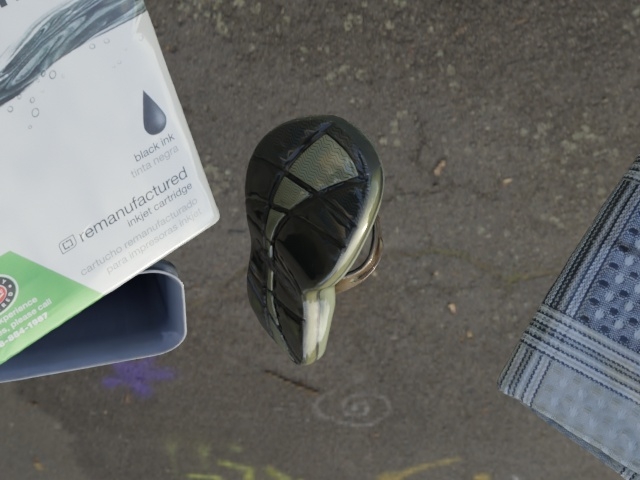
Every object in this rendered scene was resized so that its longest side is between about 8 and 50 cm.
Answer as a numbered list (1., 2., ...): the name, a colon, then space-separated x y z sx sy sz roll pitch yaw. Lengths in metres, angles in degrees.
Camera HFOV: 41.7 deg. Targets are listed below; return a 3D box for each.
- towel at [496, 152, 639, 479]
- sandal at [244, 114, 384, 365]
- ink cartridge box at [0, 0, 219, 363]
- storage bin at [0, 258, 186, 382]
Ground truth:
1. towel: 0.349 0.077 0.658 0.312 0.324 0.056 -57 157 -1
2. sandal: -0.001 0.000 0.691 0.086 0.120 0.302 -26 157 -22
3. ink cartridge box: -0.150 -0.066 0.355 0.153 0.087 0.208 -36 131 -25
4. storage bin: -0.159 0.025 0.530 0.135 0.091 0.098 -8 140 -13
